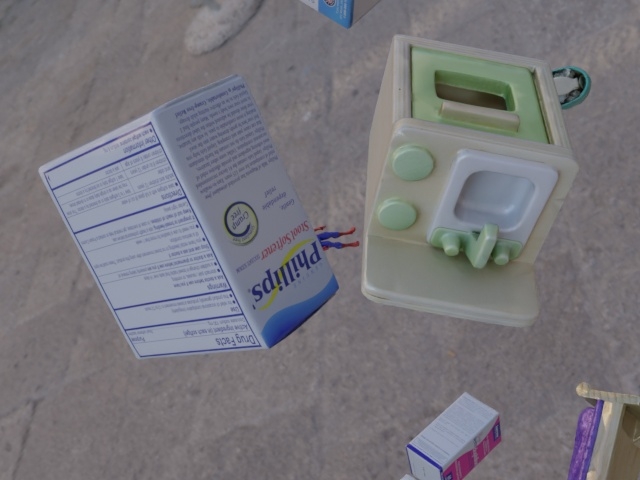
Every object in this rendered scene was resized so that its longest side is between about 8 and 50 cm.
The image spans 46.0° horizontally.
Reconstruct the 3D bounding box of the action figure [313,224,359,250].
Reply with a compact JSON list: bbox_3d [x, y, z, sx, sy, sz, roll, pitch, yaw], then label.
[{"bbox_3d":[0.000,0.000,1.109,0.030,0.115,0.038,136,123,-64],"label":"action figure"}]

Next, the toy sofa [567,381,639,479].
[{"bbox_3d":[0.452,0.436,1.272,0.177,0.150,0.362,-1,63,50],"label":"toy sofa"}]

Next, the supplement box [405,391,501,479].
[{"bbox_3d":[0.327,0.493,1.838,0.220,0.111,0.114,-36,41,-27],"label":"supplement box"}]

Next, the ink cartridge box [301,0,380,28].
[{"bbox_3d":[0.000,-0.506,1.150,0.270,0.198,0.197,35,65,18],"label":"ink cartridge box"}]

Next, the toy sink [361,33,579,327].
[{"bbox_3d":[0.124,-0.063,0.655,0.153,0.131,0.234,10,44,-2],"label":"toy sink"}]

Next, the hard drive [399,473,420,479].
[{"bbox_3d":[0.229,0.440,1.030,0.040,0.307,0.203,-44,47,5],"label":"hard drive"}]

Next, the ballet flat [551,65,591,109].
[{"bbox_3d":[0.350,-0.250,1.308,0.247,0.087,0.083,-16,81,1],"label":"ballet flat"}]

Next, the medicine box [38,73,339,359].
[{"bbox_3d":[-0.163,-0.014,0.923,0.263,0.289,0.149,-12,18,44],"label":"medicine box"}]
